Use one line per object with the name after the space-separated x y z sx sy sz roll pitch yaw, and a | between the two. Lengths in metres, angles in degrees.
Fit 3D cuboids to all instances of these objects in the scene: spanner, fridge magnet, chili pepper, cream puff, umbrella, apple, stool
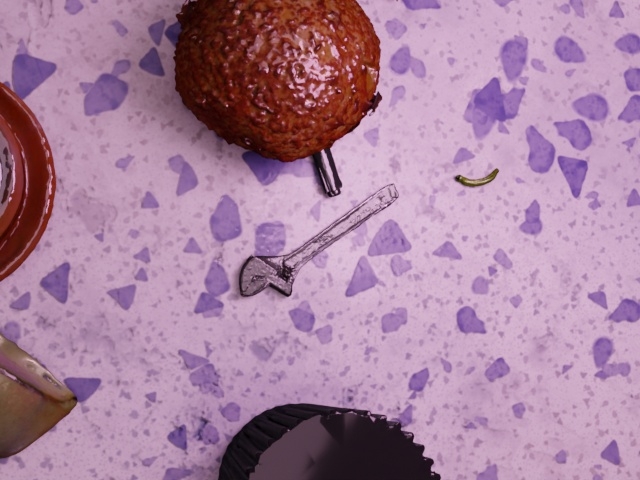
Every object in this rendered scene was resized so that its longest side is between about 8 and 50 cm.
0.000 0.000 1.601 0.325 0.026 0.093 -35 94 -15 | spanner
-0.573 -0.088 1.398 0.363 0.155 0.364 1 86 -15 | fridge magnet
0.276 -0.110 1.678 0.083 0.017 0.030 -4 86 -13 | chili pepper
-0.066 -0.290 1.491 0.350 0.229 0.351 1 76 -5 | cream puff
0.006 -0.138 1.607 0.036 0.031 0.133 -17 91 -12 | umbrella
-0.522 0.228 1.414 0.265 0.120 0.193 41 89 -5 | apple
-0.008 0.377 1.416 0.297 0.330 0.297 1 87 -13 | stool
